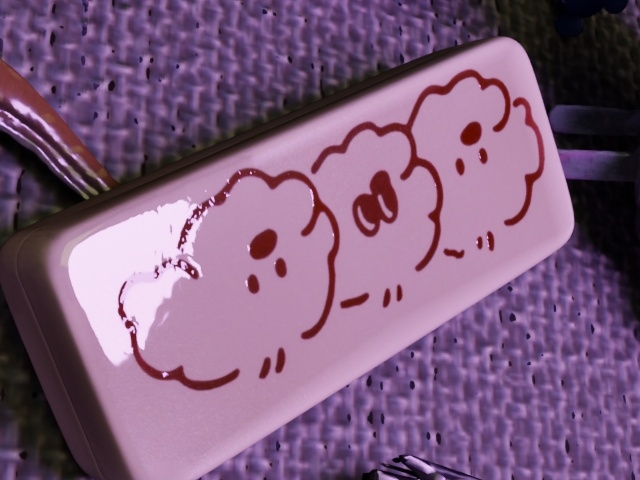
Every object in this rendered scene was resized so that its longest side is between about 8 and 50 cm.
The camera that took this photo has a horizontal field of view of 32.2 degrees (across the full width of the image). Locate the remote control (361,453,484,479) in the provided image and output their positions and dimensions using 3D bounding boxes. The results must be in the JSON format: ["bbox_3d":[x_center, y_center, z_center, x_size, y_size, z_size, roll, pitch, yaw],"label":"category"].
[{"bbox_3d":[0.036,0.316,0.558,0.144,0.062,0.399,22,65,-20],"label":"remote control"}]

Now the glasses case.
[{"bbox_3d":[0.000,0.000,0.617,0.336,0.076,0.144,-29,107,-33],"label":"glasses case"}]

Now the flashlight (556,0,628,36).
[{"bbox_3d":[0.187,-0.215,0.843,0.035,0.057,0.121,11,55,-64],"label":"flashlight"}]

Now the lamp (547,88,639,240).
[{"bbox_3d":[0.272,-0.100,0.717,0.247,0.301,0.247,2,43,10],"label":"lamp"}]

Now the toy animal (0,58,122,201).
[{"bbox_3d":[-0.189,-0.101,0.579,0.224,0.066,0.230,-4,72,-45],"label":"toy animal"}]
